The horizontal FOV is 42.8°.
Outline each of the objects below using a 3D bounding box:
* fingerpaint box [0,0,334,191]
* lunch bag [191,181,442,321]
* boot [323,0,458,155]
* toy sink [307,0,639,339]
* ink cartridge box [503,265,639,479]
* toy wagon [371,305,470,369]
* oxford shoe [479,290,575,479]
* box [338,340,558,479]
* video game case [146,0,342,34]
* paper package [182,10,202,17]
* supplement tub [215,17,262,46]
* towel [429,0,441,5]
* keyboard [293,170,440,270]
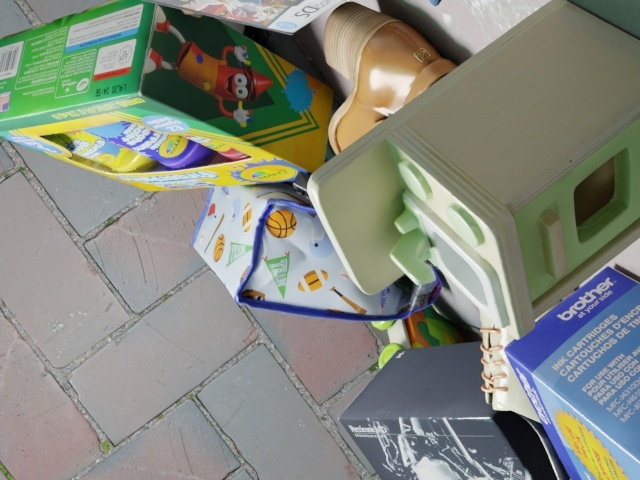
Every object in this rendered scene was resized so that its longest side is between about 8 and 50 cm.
[{"bbox_3d":[-0.267,-0.206,1.297,0.445,0.163,0.371,0,166,39],"label":"fingerpaint box"},{"bbox_3d":[0.000,0.000,1.525,0.385,0.239,0.328,15,-167,-26],"label":"lunch bag"},{"bbox_3d":[0.112,-0.117,0.917,0.220,0.109,0.283,43,157,35],"label":"boot"},{"bbox_3d":[0.134,-0.031,0.593,0.131,0.234,0.153,49,171,40],"label":"toy sink"},{"bbox_3d":[0.340,0.203,0.754,0.270,0.151,0.395,58,174,-30],"label":"ink cartridge box"},{"bbox_3d":[0.216,0.209,1.576,0.267,0.068,0.344,33,-153,-25],"label":"toy wagon"},{"bbox_3d":[0.249,0.130,0.987,0.397,0.146,0.140,54,174,1],"label":"oxford shoe"},{"bbox_3d":[0.255,0.328,1.241,0.343,0.179,0.312,-18,109,53],"label":"box"},{"bbox_3d":[-0.102,-0.276,0.804,0.248,0.275,0.035,177,98,-65],"label":"video game case"},{"bbox_3d":[-0.178,-0.454,0.892,0.309,0.168,0.325,54,174,-1],"label":"paper package"},{"bbox_3d":[-0.174,-0.285,1.605,0.193,0.193,0.316,48,171,40],"label":"supplement tub"},{"bbox_3d":[0.076,-0.263,0.699,0.119,0.029,0.067,53,174,9],"label":"towel"},{"bbox_3d":[0.100,-0.016,1.236,0.317,0.033,0.201,28,173,0],"label":"keyboard"}]
